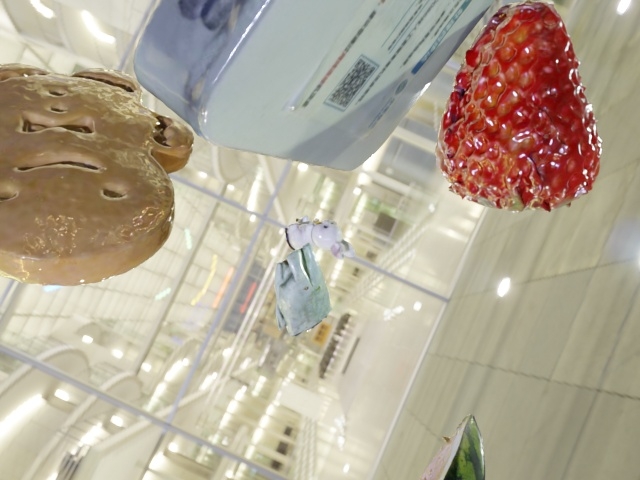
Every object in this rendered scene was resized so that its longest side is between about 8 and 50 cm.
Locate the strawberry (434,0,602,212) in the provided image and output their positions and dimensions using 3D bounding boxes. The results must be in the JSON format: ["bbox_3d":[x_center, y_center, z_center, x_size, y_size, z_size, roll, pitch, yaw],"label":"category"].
[{"bbox_3d":[0.235,-0.160,0.878,0.205,0.205,0.245,-55,-33,-75],"label":"strawberry"}]

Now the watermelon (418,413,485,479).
[{"bbox_3d":[0.108,0.305,0.785,0.119,0.063,0.245,-107,39,-72],"label":"watermelon"}]

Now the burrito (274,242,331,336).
[{"bbox_3d":[-0.027,0.062,0.939,0.074,0.044,0.118,-23,-55,-19],"label":"burrito"}]

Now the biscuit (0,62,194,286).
[{"bbox_3d":[-0.264,-0.089,0.744,0.355,0.275,0.052,-109,25,-49],"label":"biscuit"}]

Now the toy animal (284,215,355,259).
[{"bbox_3d":[0.000,-0.007,1.402,0.071,0.124,0.085,-8,-84,-63],"label":"toy animal"}]

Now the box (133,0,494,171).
[{"bbox_3d":[0.060,-0.248,0.661,0.396,0.111,0.396,-51,-17,15],"label":"box"}]
